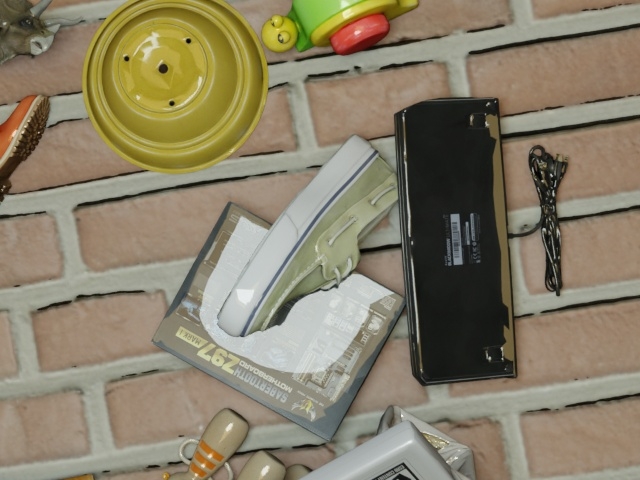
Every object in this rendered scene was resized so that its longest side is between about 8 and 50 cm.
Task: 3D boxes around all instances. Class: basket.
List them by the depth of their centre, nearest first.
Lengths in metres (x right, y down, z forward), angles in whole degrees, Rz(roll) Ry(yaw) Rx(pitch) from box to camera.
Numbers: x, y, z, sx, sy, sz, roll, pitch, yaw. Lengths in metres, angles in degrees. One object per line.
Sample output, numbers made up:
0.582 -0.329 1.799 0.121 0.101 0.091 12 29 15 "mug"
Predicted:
0.094 0.257 1.371 0.113 0.167 0.103 31 96 4 "basket"

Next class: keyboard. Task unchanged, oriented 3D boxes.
0.185 -0.003 1.424 0.202 0.033 0.317 -3 90 -12 "keyboard"

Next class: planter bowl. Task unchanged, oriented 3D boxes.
-0.170 -0.186 1.435 0.217 0.090 0.217 0 88 3 "planter bowl"

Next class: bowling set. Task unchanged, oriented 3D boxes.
-0.061 0.315 1.356 0.287 0.200 0.154 35 90 11 "bowling set"

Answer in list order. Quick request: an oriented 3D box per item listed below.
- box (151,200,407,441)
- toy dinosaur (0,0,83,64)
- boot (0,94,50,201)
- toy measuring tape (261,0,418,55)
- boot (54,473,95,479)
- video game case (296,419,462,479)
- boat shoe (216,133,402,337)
-0.045 0.090 1.433 0.233 0.059 0.183 28 88 3 "box"
-0.436 -0.260 1.454 0.314 0.121 0.160 32 77 8 "toy dinosaur"
-0.376 -0.112 1.459 0.085 0.059 0.158 35 91 8 "boot"
0.084 -0.293 1.416 0.330 0.121 0.121 -25 87 1 "toy measuring tape"
-0.357 0.298 1.432 0.211 0.104 0.295 -23 81 -10 "boot"
0.024 0.346 1.280 0.329 0.036 0.300 -31 125 12 "video game case"
0.000 0.000 1.352 0.094 0.109 0.302 36 54 2 "boat shoe"
